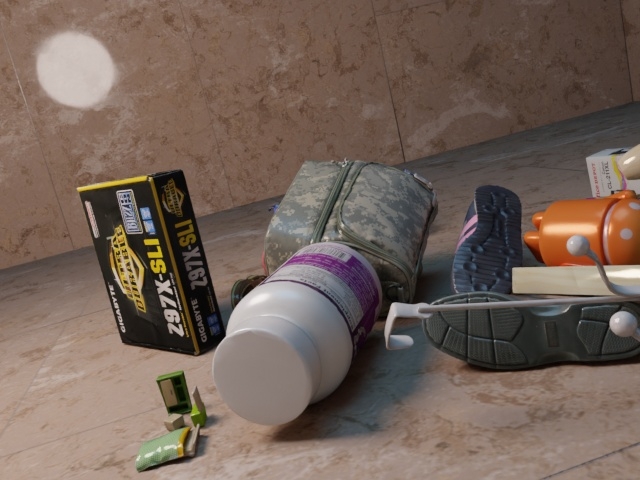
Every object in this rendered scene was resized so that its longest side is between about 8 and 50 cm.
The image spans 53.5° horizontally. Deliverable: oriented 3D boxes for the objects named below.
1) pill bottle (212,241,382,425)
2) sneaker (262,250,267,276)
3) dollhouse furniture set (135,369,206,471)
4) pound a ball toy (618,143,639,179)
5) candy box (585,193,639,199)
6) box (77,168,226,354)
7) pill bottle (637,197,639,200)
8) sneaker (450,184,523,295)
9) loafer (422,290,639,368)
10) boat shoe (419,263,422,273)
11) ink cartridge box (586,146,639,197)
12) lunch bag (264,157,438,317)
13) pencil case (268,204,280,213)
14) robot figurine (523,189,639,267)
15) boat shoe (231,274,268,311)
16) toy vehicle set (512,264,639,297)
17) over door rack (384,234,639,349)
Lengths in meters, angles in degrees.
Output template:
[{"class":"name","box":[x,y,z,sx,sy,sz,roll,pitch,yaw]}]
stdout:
[{"class":"pill bottle","box":[-0.025,0.119,0.863,0.169,0.169,0.301,-9,13,20]},{"class":"sneaker","box":[-0.001,0.000,1.461,0.314,0.116,0.136,-25,-11,-18]},{"class":"dollhouse furniture set","box":[-0.193,0.225,0.819,0.076,0.058,0.151,-14,12,0]},{"class":"pound a ball toy","box":[0.566,-0.074,0.894,0.136,0.208,0.319,-27,-5,43]},{"class":"candy box","box":[0.550,-0.042,1.239,0.109,0.053,0.187,-3,17,42]},{"class":"box","box":[-0.315,0.041,1.174,0.257,0.322,0.079,-2,15,41]},{"class":"pill bottle","box":[0.583,-0.039,1.085,0.169,0.094,0.094,-21,14,-30]},{"class":"sneaker","box":[0.285,0.037,1.100,0.112,0.131,0.319,18,41,13]},{"class":"loafer","box":[0.267,0.112,0.804,0.267,0.096,0.084,-1,-3,22]},{"class":"boat shoe","box":[0.121,0.061,1.241,0.153,0.056,0.048,-2,10,16]},{"class":"ink cartridge box","box":[0.657,-0.126,1.326,0.072,0.127,0.175,-22,14,-25]},{"class":"lunch bag","box":[0.067,-0.006,1.140,0.256,0.212,0.305,6,36,15]},{"class":"pencil case","box":[0.013,-0.071,1.802,0.306,0.119,0.133,-13,34,-4]},{"class":"robot figurine","box":[0.440,-0.006,1.010,0.158,0.128,0.219,-16,11,-39]},{"class":"boat shoe","box":[-0.132,0.105,1.294,0.060,0.064,0.178,-8,9,15]},{"class":"toy vehicle set","box":[0.398,0.054,0.791,0.166,0.035,0.267,5,-6,-30]},{"class":"over door rack","box":[0.222,0.113,0.564,0.324,0.108,0.239,-12,37,7]}]
